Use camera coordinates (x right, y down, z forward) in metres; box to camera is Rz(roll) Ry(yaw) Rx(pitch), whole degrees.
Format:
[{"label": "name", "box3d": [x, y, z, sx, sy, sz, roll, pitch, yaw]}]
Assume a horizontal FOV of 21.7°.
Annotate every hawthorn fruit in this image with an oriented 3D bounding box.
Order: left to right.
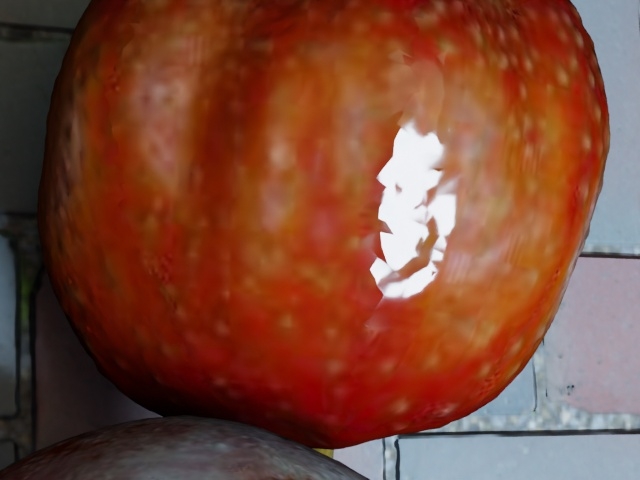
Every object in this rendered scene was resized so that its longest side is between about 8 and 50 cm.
[{"label": "hawthorn fruit", "box3d": [0.000, 0.000, 0.860, 0.287, 0.287, 0.330, -1, 98, -28]}]

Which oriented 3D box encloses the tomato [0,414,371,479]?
[{"label": "tomato", "box3d": [-0.062, 0.233, 0.746, 0.316, 0.316, 0.282, 43, 54, -14]}]
